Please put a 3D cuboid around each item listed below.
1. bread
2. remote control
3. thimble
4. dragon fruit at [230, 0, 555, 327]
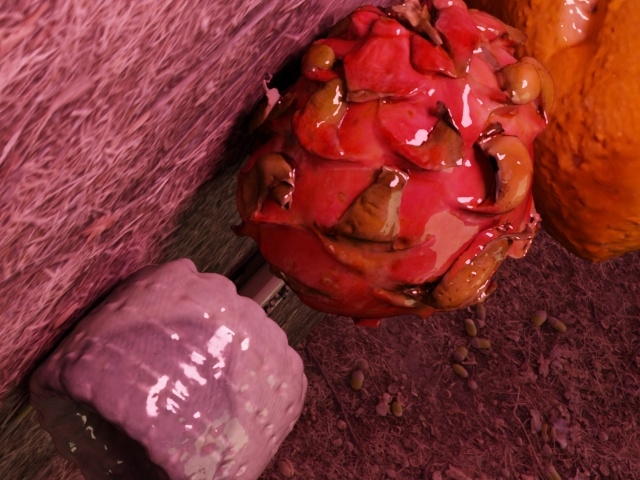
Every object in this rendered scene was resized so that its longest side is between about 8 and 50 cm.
[{"bbox_3d":[0.276,-0.184,1.207,0.361,0.250,0.394,95,-10,-58],"label":"bread"},{"bbox_3d":[-0.140,0.124,1.614,0.335,0.065,0.128,-46,171,-23],"label":"remote control"},{"bbox_3d":[-0.128,0.135,1.119,0.172,0.205,0.250,-52,160,-27],"label":"thimble"},{"bbox_3d":[0.075,-0.069,1.079,0.291,0.269,0.250,-47,-176,41],"label":"dragon fruit"}]
